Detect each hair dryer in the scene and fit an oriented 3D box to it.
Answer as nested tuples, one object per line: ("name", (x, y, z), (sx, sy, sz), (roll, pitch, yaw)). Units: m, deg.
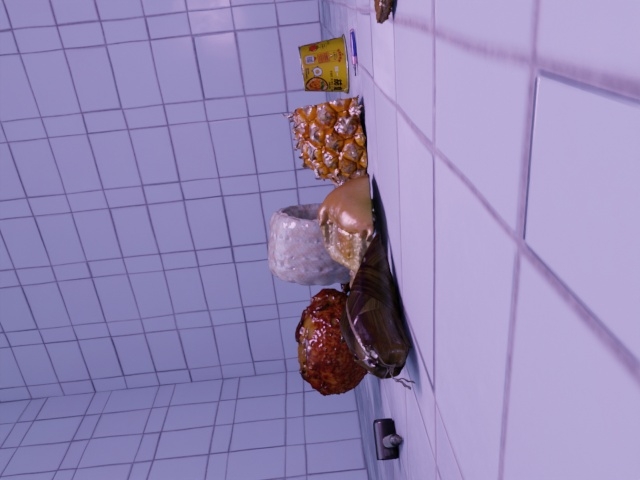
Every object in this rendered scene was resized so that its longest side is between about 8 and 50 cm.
("hair dryer", (0.173, 0.480, 1.295), (0.197, 0.057, 0.100), (106, 159, -67))

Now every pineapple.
("pineapple", (0.011, -0.225, 1.444), (0.344, 0.209, 0.286), (-110, 13, -83))

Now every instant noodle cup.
("instant noodle cup", (0.009, -0.544, 1.669), (0.182, 0.144, 0.182), (174, 90, -89))

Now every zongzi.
("zongzi", (0.109, 0.115, 0.988), (0.248, 0.111, 0.240), (-137, 54, -79))

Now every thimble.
("thimble", (0.000, 0.000, 1.510), (0.291, 0.292, 0.195), (-97, 7, -73))

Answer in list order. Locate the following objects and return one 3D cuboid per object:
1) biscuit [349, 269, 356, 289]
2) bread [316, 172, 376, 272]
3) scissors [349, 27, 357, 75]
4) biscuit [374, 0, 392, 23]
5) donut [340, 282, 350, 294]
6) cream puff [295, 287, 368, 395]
("biscuit", (0.119, 0.174, 1.256), (0.259, 0.079, 0.259), (-6, -90, -90))
("bread", (0.059, -0.041, 1.223), (0.251, 0.133, 0.174), (-86, -9, -56))
("scissors", (0.083, -0.471, 1.335), (0.039, 0.012, 0.113), (-96, 0, -73))
("biscuit", (0.086, -0.404, 0.687), (0.237, 0.026, 0.131), (88, 174, -78))
("donut", (0.102, 0.074, 1.875), (0.235, 0.089, 0.235), (-5, -90, -90))
("cream puff", (0.059, 0.325, 1.698), (0.350, 0.229, 0.350), (-1, -90, -66))
